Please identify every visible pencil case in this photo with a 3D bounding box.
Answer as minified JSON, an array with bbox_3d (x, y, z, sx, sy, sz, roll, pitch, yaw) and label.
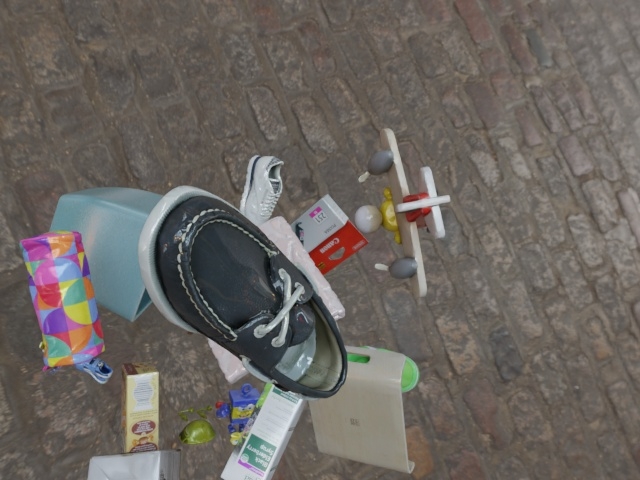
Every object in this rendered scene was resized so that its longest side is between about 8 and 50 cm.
[{"bbox_3d":[-0.442,0.102,0.802,0.104,0.104,0.237,-8,94,-19],"label":"pencil case"}]

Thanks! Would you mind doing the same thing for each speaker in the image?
[{"bbox_3d":[0.203,0.421,1.526,0.296,0.131,0.131,26,68,-45],"label":"speaker"}]

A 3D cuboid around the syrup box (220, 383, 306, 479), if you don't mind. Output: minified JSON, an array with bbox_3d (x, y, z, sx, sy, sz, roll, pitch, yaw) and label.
[{"bbox_3d":[-0.123,0.446,1.078,0.093,0.096,0.237,23,74,13],"label":"syrup box"}]

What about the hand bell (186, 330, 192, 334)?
[{"bbox_3d":[-0.420,0.218,1.570,0.126,0.126,0.242,10,34,-16],"label":"hand bell"}]

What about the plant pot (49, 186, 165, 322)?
[{"bbox_3d":[-0.477,-0.001,1.100,0.252,0.247,0.248,22,102,-6],"label":"plant pot"}]

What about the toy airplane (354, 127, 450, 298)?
[{"bbox_3d":[0.230,-0.077,1.375,0.272,0.385,0.386,-11,43,9],"label":"toy airplane"}]

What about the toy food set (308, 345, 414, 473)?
[{"bbox_3d":[0.093,0.375,1.051,0.092,0.219,0.306,-46,132,-55],"label":"toy food set"}]

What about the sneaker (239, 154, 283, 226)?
[{"bbox_3d":[-0.160,-0.120,1.322,0.090,0.094,0.235,-12,111,-59],"label":"sneaker"}]

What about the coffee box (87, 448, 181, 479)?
[{"bbox_3d":[-0.403,0.522,1.043,0.141,0.246,0.098,-1,67,-7],"label":"coffee box"}]

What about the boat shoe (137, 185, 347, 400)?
[{"bbox_3d":[-0.043,0.064,0.423,0.091,0.302,0.114,17,69,27],"label":"boat shoe"}]

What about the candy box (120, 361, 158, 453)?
[{"bbox_3d":[-0.508,0.515,1.314,0.087,0.183,0.317,2,85,-27],"label":"candy box"}]

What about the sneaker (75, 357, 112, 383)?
[{"bbox_3d":[-0.747,0.409,1.544,0.144,0.059,0.053,42,27,-19],"label":"sneaker"}]

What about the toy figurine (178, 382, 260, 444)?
[{"bbox_3d":[-0.321,0.594,1.713,0.362,0.191,0.217,5,116,-27],"label":"toy figurine"}]

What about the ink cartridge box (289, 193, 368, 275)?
[{"bbox_3d":[0.000,0.000,1.742,0.239,0.275,0.060,49,31,-6],"label":"ink cartridge box"}]

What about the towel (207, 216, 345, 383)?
[{"bbox_3d":[-0.152,0.131,1.145,0.316,0.053,0.332,-32,59,-6],"label":"towel"}]
